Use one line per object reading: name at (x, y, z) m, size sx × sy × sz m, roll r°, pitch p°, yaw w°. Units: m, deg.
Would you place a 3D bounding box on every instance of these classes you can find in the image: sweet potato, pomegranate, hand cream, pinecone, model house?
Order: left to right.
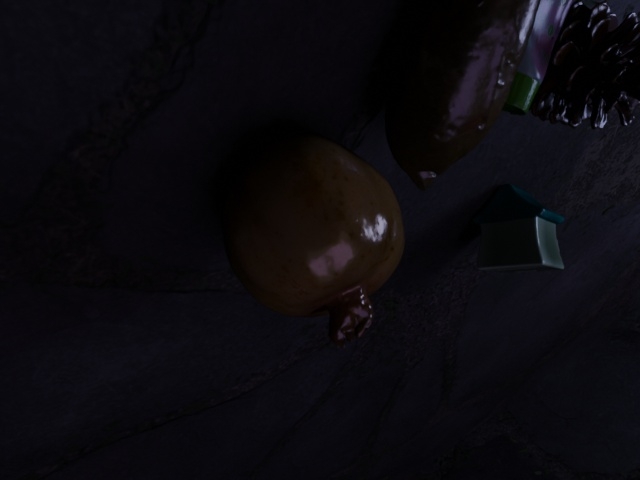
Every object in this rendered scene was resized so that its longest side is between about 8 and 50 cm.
pomegranate at (-0.006, -0.014, 0.576) m, size 0.207 × 0.207 × 0.207 m, roll -22°, pitch 141°, yaw -19°
sweet potato at (0.174, -0.245, 0.531) m, size 0.131 × 0.130 × 0.422 m, roll 2°, pitch 124°, yaw -40°
model house at (0.347, -0.020, 0.917) m, size 0.127 × 0.148 × 0.101 m, roll -7°, pitch 169°, yaw 43°
hand cream at (0.266, -0.280, 0.587) m, size 0.275 × 0.050 × 0.079 m, roll -69°, pitch 163°, yaw 9°
pinecone at (0.350, -0.214, 0.667) m, size 0.163 × 0.165 × 0.162 m, roll -21°, pitch 134°, yaw -24°

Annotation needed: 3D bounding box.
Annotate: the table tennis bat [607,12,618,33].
table tennis bat at (0.415, -0.295, 0.767) m, size 0.050 × 0.007 × 0.083 m, roll -40°, pitch 142°, yaw 4°
